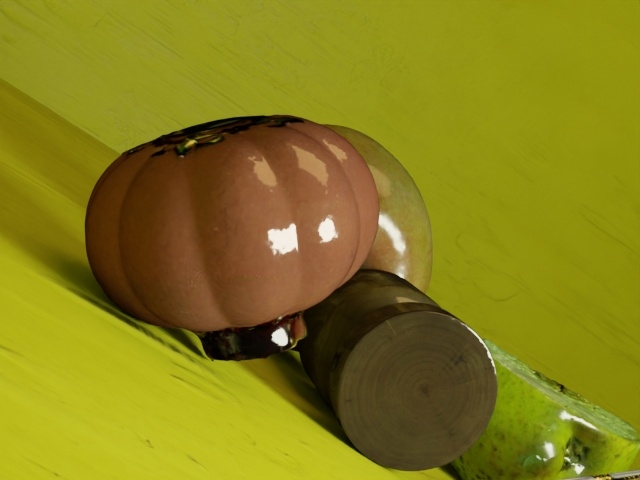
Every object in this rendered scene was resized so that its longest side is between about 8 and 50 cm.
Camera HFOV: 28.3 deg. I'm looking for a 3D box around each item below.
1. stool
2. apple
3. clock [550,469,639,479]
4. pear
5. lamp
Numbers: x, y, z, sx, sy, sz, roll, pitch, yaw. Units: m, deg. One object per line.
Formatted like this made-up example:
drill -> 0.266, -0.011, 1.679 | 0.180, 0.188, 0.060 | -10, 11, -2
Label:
stool -> 0.081, 0.141, 1.469 | 0.179, 0.179, 0.264 | 34, 2, -13
apple -> 0.000, 0.000, 1.700 | 0.319, 0.319, 0.277 | 33, -9, -21
clock -> 0.316, 0.315, 1.262 | 0.186, 0.083, 0.253 | -3, 14, -16
pear -> 0.277, 0.273, 1.667 | 0.286, 0.176, 0.282 | 29, 4, 0
lamp -> -0.087, -0.003, 1.291 | 0.305, 0.239, 0.305 | -10, 13, 2
